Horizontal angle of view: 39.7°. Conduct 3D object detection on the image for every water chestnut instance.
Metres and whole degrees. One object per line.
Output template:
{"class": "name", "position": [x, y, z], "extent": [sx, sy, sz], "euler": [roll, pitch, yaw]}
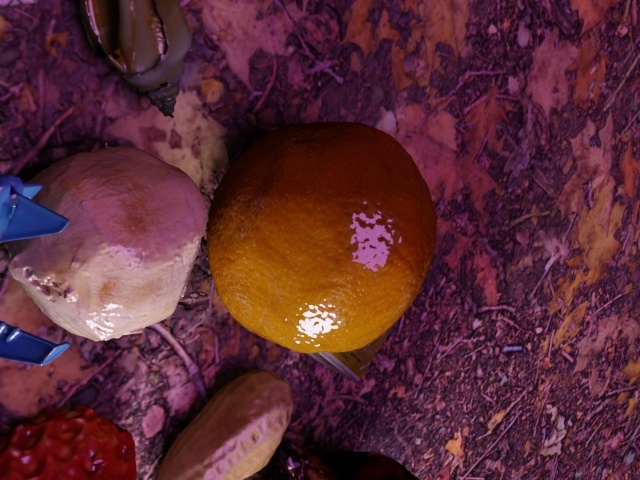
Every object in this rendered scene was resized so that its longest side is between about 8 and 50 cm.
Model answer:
{"class": "water chestnut", "position": [0.017, 0.371, 1.126], "extent": [0.300, 0.300, 0.300], "euler": [-16, 115, -38]}

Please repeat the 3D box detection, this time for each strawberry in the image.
{"class": "strawberry", "position": [-0.299, 0.336, 0.898], "extent": [0.336, 0.149, 0.265], "euler": [-55, 131, -15]}

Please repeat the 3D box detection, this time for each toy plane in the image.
{"class": "toy plane", "position": [-0.334, 0.033, 0.749], "extent": [0.271, 0.254, 0.105], "euler": [-44, 172, 9]}

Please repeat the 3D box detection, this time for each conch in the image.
{"class": "conch", "position": [-0.180, -0.212, 0.861], "extent": [0.095, 0.079, 0.200], "euler": [-35, 109, -13]}

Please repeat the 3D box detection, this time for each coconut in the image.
{"class": "coconut", "position": [-0.207, 0.004, 0.845], "extent": [0.194, 0.194, 0.194], "euler": [-16, 115, -38]}

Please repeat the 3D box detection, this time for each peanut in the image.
{"class": "peanut", "position": [-0.116, 0.254, 1.070], "extent": [0.226, 0.095, 0.108], "euler": [-47, 127, -19]}

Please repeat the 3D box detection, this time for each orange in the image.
{"class": "orange", "position": [0.000, 0.000, 0.979], "extent": [0.264, 0.264, 0.264], "euler": [-16, 115, -38]}

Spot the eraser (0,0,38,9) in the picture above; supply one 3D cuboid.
{"class": "eraser", "position": [-0.312, -0.290, 0.715], "extent": [0.124, 0.068, 0.210], "euler": [-22, 118, -33]}

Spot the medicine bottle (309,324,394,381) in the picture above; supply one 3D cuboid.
{"class": "medicine bottle", "position": [0.043, 0.070, 1.156], "extent": [0.188, 0.088, 0.132], "euler": [-56, 133, -11]}
